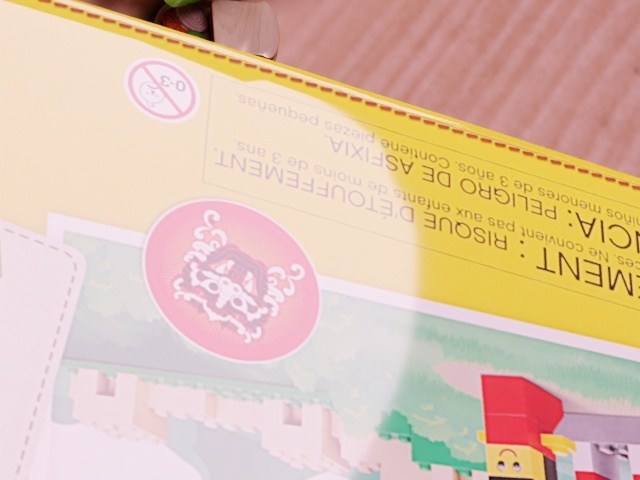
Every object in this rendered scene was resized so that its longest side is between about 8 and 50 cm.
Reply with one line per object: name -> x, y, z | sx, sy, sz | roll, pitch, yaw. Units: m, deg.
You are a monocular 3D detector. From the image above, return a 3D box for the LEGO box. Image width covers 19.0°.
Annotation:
LEGO box -> -0.040, 0.148, 0.509 | 0.500, 0.193, 0.373 | 16, 51, -18

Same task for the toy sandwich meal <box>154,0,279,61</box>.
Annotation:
toy sandwich meal -> -0.066, -0.132, 1.238 | 0.085, 0.029, 0.086 | 13, 54, -19

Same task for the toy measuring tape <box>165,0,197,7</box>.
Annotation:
toy measuring tape -> -0.029, -0.240, 1.284 | 0.330, 0.121, 0.121 | -26, 73, -46
